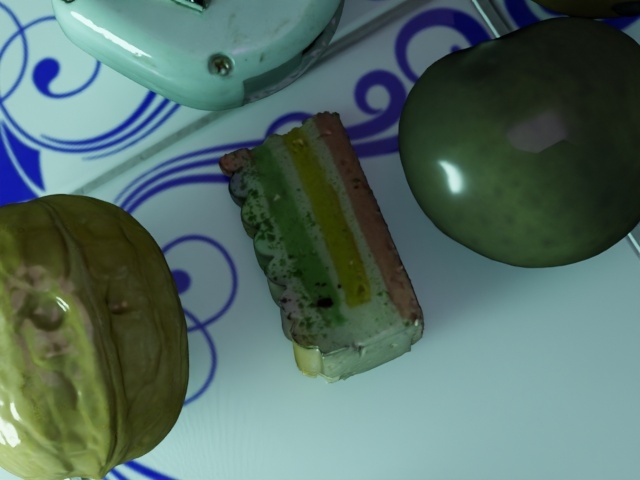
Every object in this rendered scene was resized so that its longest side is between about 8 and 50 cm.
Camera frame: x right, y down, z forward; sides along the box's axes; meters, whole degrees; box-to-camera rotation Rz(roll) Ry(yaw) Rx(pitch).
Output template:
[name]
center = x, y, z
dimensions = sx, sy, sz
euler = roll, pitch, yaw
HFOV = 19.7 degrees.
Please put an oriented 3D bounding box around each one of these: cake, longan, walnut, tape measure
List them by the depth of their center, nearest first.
[walnut]
center = -0.198, 0.073, 1.413
dimensions = 0.193, 0.193, 0.226
euler = -11, 76, -4
[longan]
center = 0.171, -0.074, 1.454
dimensions = 0.220, 0.196, 0.197
euler = -17, 78, -14
[cake]
center = 0.003, 0.011, 1.505
dimensions = 0.109, 0.090, 0.225
euler = -20, 59, -4
[tape measure]
center = -0.085, -0.235, 1.516
dimensions = 0.243, 0.125, 0.246
euler = 17, 76, 3

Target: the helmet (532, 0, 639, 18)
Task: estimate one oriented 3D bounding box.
[helmet]
center = 0.232, -0.269, 1.530
dimensions = 0.224, 0.130, 0.198
euler = 4, 76, -8
